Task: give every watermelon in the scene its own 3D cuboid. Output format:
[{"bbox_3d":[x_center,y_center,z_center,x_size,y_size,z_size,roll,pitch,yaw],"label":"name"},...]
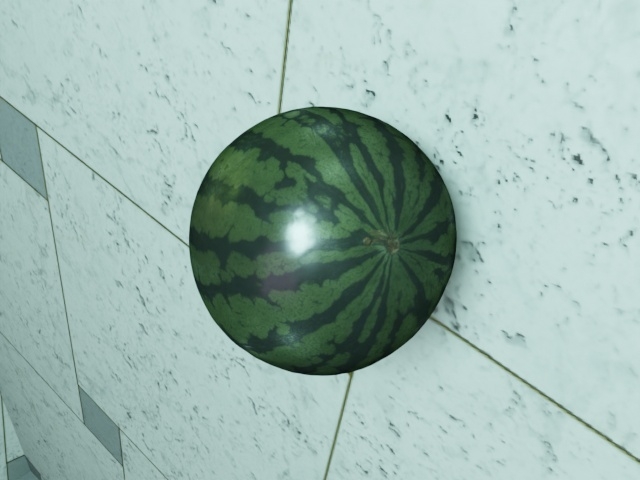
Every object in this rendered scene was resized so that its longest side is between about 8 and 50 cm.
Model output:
[{"bbox_3d":[0.000,0.000,0.526,0.212,0.212,0.212,26,132,34],"label":"watermelon"}]
